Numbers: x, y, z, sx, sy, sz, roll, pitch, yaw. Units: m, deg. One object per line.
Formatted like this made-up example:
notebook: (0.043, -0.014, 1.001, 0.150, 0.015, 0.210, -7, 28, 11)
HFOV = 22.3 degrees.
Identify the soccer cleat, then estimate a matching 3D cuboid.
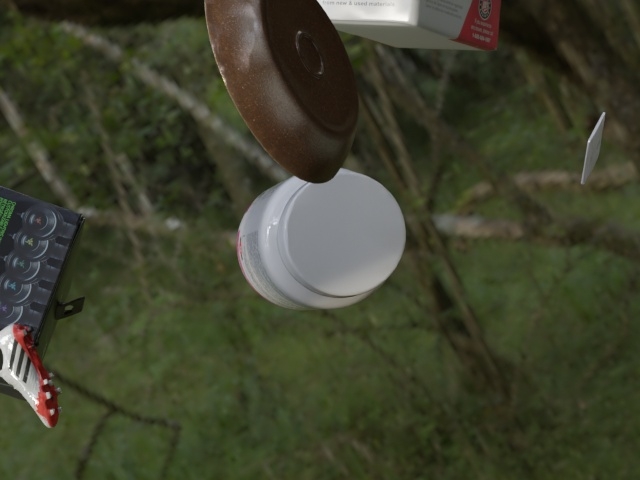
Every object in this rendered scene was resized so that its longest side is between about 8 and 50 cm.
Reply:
soccer cleat: (-0.221, 0.103, 1.215, 0.036, 0.083, 0.029, -22, 0, 12)

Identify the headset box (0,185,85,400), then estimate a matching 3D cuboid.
headset box: (-0.354, 0.027, 1.468, 0.246, 0.283, 0.131, 122, 167, -70)

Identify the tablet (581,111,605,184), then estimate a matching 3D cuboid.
tablet: (0.332, -0.111, 1.969, 0.006, 0.083, 0.054, 21, 56, 16)

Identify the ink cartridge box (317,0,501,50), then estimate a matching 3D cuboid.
ink cartridge box: (0.128, -0.455, 2.118, 0.160, 0.384, 0.279, 6, 2, 29)

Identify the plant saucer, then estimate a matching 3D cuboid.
plant saucer: (-0.021, -0.144, 1.309, 0.036, 0.198, 0.198, -22, 19, 26)

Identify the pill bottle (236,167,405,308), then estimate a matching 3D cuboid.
pill bottle: (0.000, 0.000, 1.861, 0.160, 0.160, 0.283, -33, 4, -10)
